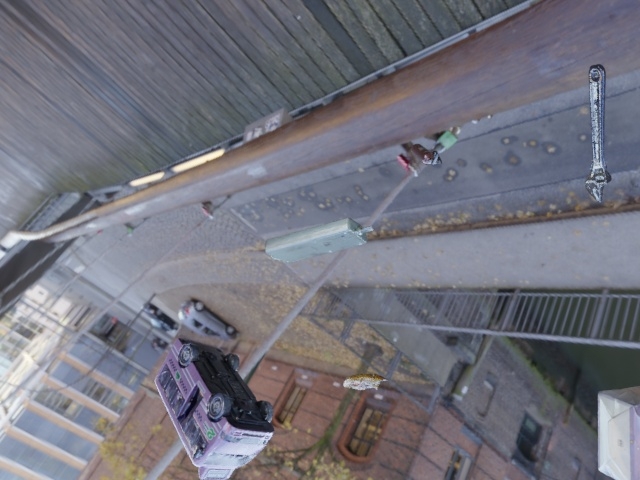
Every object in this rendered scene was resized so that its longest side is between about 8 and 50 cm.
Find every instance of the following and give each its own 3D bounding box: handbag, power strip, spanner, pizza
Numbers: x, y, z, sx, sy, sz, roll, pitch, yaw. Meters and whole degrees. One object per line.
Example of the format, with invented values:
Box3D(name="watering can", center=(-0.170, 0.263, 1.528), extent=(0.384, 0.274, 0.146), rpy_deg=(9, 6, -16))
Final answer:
Box3D(name="handbag", center=(0.453, 0.247, 0.633), extent=(0.173, 0.117, 0.095), rpy_deg=(-4, -175, -19))
Box3D(name="power strip", center=(0.000, 0.000, 0.569), extent=(0.136, 0.019, 0.051), rpy_deg=(-16, 153, 27))
Box3D(name="spanner", center=(0.397, -0.148, 0.692), extent=(0.046, 0.012, 0.208), rpy_deg=(-122, 11, -62))
Box3D(name="pizza", center=(0.066, 0.213, 0.721), extent=(0.083, 0.016, 0.037), rpy_deg=(-21, 132, 42))

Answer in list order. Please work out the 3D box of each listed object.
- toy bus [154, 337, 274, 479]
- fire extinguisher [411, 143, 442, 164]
Box3D(name="toy bus", center=(-0.157, 0.231, 0.686), extent=(0.096, 0.108, 0.199), rpy_deg=(30, -174, -44))
Box3D(name="fire extinguisher", center=(0.208, -0.157, 0.910), extent=(0.046, 0.032, 0.100), rpy_deg=(28, -162, -22))
